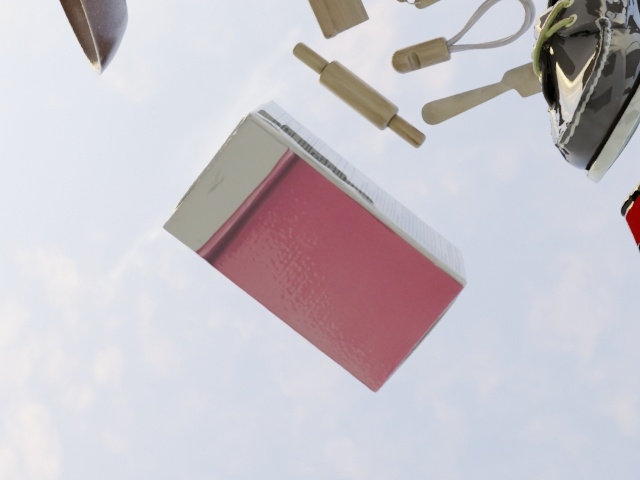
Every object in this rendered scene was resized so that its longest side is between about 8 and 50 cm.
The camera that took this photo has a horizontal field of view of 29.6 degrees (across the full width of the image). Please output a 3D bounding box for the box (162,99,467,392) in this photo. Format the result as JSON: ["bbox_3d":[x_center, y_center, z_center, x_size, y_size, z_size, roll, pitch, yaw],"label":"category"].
[{"bbox_3d":[0.000,0.000,1.058,0.232,0.148,0.127,38,-79,-2],"label":"box"}]

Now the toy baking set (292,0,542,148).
[{"bbox_3d":[0.099,-0.195,1.184,0.256,0.030,0.197,42,-75,6],"label":"toy baking set"}]

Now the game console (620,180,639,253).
[{"bbox_3d":[0.270,-0.047,0.783,0.124,0.085,0.144,-102,-152,-42],"label":"game console"}]

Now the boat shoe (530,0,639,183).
[{"bbox_3d":[0.154,-0.110,0.695,0.081,0.068,0.228,-61,-179,36],"label":"boat shoe"}]

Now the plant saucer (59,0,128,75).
[{"bbox_3d":[-0.179,-0.216,0.858,0.036,0.199,0.198,-22,-126,-12],"label":"plant saucer"}]
